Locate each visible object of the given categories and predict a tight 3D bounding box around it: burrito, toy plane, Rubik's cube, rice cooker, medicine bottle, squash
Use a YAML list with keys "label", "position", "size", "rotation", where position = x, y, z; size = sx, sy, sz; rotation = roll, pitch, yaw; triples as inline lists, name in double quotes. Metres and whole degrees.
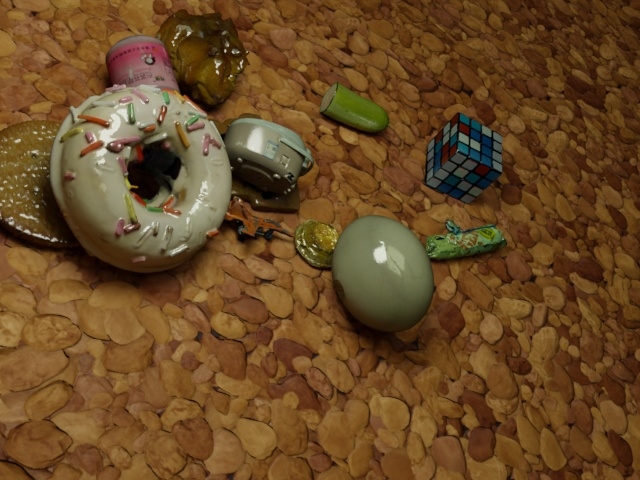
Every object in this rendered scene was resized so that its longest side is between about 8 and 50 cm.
- label: "burrito"
  position: [0.372, -0.008, 1.948]
  size: [0.287, 0.054, 0.104]
  rotation: [-10, 65, -35]
- label: "toy plane"
  position: [-0.141, -0.033, 1.661]
  size: [0.188, 0.062, 0.135]
  rotation: [32, 19, -31]
- label: "Rubik's cube"
  position: [0.387, -0.221, 2.035]
  size: [0.151, 0.155, 0.154]
  rotation: [25, 51, -16]
- label: "rice cooker"
  position: [-0.120, -0.188, 1.667]
  size: [0.206, 0.145, 0.127]
  rotation: [30, 65, -17]
- label: "medicine bottle"
  position: [-0.380, -0.318, 1.654]
  size: [0.147, 0.147, 0.247]
  rotation: [-8, 69, -34]
- label: "squash"
  position: [0.098, -0.339, 1.993]
  size: [0.188, 0.095, 0.095]
  rotation: [25, 50, -20]

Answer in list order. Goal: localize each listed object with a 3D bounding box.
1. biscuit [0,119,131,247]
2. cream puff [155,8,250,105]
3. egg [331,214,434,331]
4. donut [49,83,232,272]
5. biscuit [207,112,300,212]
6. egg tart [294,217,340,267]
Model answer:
- label: "biscuit"
  position: [-0.530, -0.114, 1.499]
  size: [0.305, 0.038, 0.305]
  rotation: [15, 54, -22]
- label: "cream puff"
  position: [-0.279, -0.439, 1.799]
  size: [0.241, 0.155, 0.269]
  rotation: [-5, 56, -39]
- label: "egg"
  position: [0.135, 0.072, 1.646]
  size: [0.219, 0.219, 0.269]
  rotation: [-15, 63, -37]
- label: "donut"
  position: [-0.330, -0.126, 1.470]
  size: [0.382, 0.142, 0.383]
  rotation: [5, 82, -41]
- label: "biscuit"
  position: [-0.160, -0.177, 1.756]
  size: [0.301, 0.043, 0.278]
  rotation: [38, 48, -3]
- label: "egg tart"
  position: [0.000, 0.000, 1.727]
  size: [0.130, 0.052, 0.130]
  rotation: [13, 55, -20]
